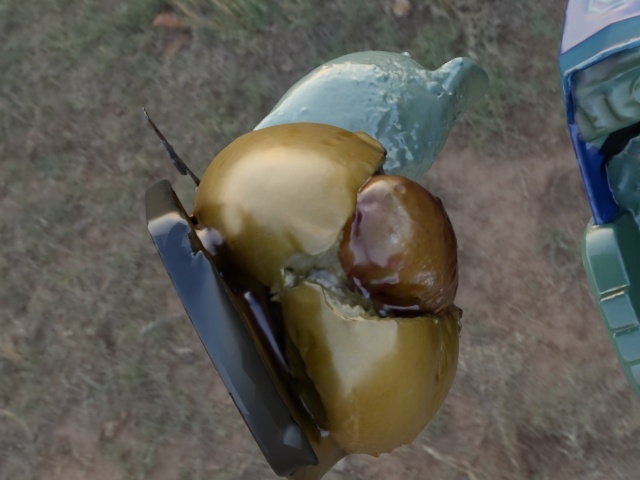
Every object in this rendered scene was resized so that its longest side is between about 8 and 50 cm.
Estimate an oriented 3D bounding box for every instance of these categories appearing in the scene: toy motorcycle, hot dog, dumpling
[{"bbox_3d":[0.234,-0.065,0.786,0.191,0.200,0.326,-23,93,34],"label":"toy motorcycle"},{"bbox_3d":[0.003,0.006,0.614,0.107,0.194,0.326,-26,15,0],"label":"hot dog"},{"bbox_3d":[0.031,-0.059,0.922,0.219,0.152,0.108,-22,47,-8],"label":"dumpling"}]
